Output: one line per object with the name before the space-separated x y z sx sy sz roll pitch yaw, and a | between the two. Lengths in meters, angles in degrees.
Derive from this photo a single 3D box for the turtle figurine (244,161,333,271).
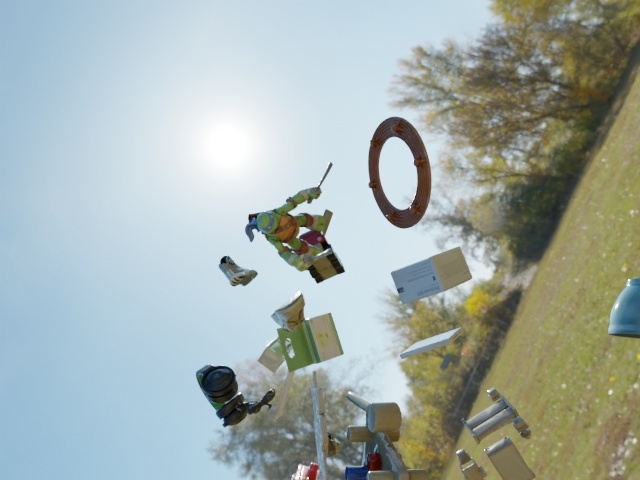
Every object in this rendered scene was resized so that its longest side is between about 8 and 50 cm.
turtle figurine | -0.027 -0.024 1.304 0.274 0.198 0.266 -25 -14 12

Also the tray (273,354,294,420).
tray | -0.142 0.619 2.149 0.145 0.030 0.271 101 -174 -71

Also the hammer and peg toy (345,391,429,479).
hammer and peg toy | 0.137 0.499 1.127 0.266 0.127 0.362 -144 57 -78

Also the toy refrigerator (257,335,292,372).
toy refrigerator | -0.210 0.548 2.533 0.094 0.102 0.269 -57 -7 7

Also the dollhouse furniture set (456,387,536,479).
dollhouse furniture set | 0.658 0.788 2.004 0.303 0.174 0.355 -32 9 3

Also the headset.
headset | -0.331 0.582 1.956 0.185 0.394 0.244 -33 -71 -31

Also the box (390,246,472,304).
box | 0.364 0.115 1.690 0.181 0.119 0.181 -14 -9 -44

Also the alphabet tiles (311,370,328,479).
alphabet tiles | 0.001 0.506 1.365 0.284 0.021 0.278 92 171 -52

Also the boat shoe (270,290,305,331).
boat shoe | -0.093 0.249 1.726 0.109 0.098 0.302 -38 -4 -22

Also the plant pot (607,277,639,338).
plant pot | 1.130 0.230 1.730 0.293 0.292 0.197 36 -123 -69

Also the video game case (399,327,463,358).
video game case | 0.414 0.381 1.907 0.201 0.023 0.183 -27 -9 29

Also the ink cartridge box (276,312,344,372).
ink cartridge box | -0.035 0.378 1.926 0.235 0.171 0.056 -8 -14 -42

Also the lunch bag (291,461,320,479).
lunch bag | -0.066 0.931 1.847 0.293 0.120 0.258 84 -155 -79

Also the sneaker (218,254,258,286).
sneaker | -0.333 0.110 2.044 0.086 0.132 0.228 -44 -10 4

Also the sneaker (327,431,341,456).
sneaker | 0.029 0.649 1.665 0.188 0.066 0.071 86 171 -76

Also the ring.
ring | 0.222 -0.199 1.545 0.032 0.337 0.337 -12 -48 -22

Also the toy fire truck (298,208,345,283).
toy fire truck | 0.000 0.000 1.894 0.158 0.247 0.217 -24 -28 5
